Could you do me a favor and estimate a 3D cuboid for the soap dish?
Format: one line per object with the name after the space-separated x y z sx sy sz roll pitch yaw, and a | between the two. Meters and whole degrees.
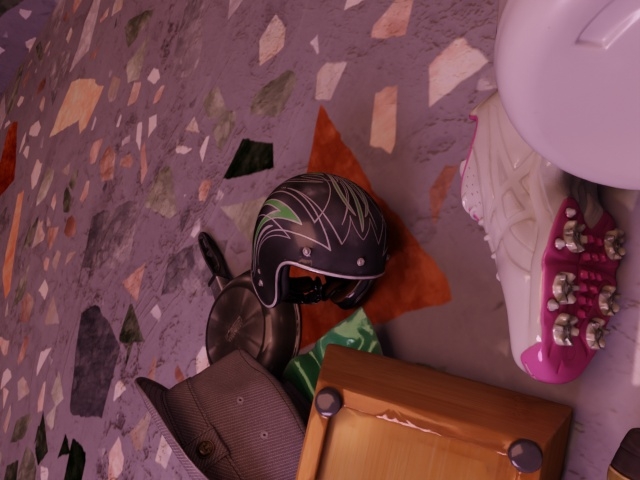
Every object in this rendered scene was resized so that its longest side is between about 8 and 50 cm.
0.071 0.258 0.473 0.228 0.118 0.291 11 83 20 | soap dish

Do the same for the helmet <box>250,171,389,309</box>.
0.000 0.000 0.651 0.162 0.169 0.170 -58 43 39 | helmet

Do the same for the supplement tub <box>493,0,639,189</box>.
0.242 -0.220 0.378 0.228 0.228 0.317 -17 49 41 | supplement tub

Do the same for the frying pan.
-0.123 0.079 0.836 0.197 0.053 0.327 -34 58 32 | frying pan

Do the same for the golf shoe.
0.195 -0.024 0.512 0.140 0.115 0.307 -13 60 51 | golf shoe

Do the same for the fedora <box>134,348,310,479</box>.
-0.080 0.222 0.645 0.124 0.244 0.275 -41 51 -10 | fedora

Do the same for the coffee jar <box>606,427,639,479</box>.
0.240 0.234 0.389 0.096 0.079 0.185 19 92 50 | coffee jar

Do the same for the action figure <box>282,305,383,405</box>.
0.058 0.206 0.596 0.137 0.063 0.232 -46 55 23 | action figure
